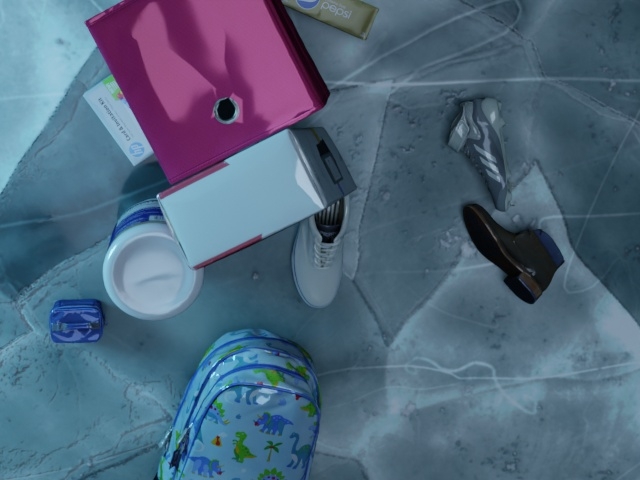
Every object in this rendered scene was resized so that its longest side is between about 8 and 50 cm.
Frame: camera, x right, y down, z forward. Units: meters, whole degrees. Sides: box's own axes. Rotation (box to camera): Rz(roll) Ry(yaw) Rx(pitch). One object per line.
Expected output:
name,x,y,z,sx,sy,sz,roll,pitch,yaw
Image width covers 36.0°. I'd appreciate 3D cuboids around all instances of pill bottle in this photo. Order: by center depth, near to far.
pill bottle,-0.264,0.019,1.587,0.153,0.265,0.153,-2,105,-7

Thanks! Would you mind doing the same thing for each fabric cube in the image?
fabric cube,-0.155,-0.269,1.473,0.254,0.259,0.258,-25,101,7

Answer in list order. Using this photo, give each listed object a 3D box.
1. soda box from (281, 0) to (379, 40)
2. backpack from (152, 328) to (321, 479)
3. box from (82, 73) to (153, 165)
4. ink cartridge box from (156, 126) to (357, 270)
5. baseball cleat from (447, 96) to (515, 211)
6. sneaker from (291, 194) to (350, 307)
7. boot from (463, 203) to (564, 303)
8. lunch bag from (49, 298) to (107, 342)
soda box,0.001,-0.391,1.619,0.181,0.061,0.058,20,101,-13
backpack,-0.124,0.334,1.722,0.290,0.273,0.356,18,90,-6
box,-0.275,-0.236,1.634,0.186,0.038,0.145,-33,106,3
ink cartridge box,-0.087,-0.072,1.511,0.226,0.306,0.131,-26,93,11
baseball cleat,0.281,-0.148,1.733,0.109,0.072,0.206,-7,102,8
sneaker,0.000,0.000,1.710,0.094,0.091,0.258,-1,105,-8
boot,0.350,-0.001,1.785,0.106,0.082,0.219,-41,104,-19
lunch bag,-0.417,0.142,1.701,0.098,0.065,0.067,-2,106,-7
